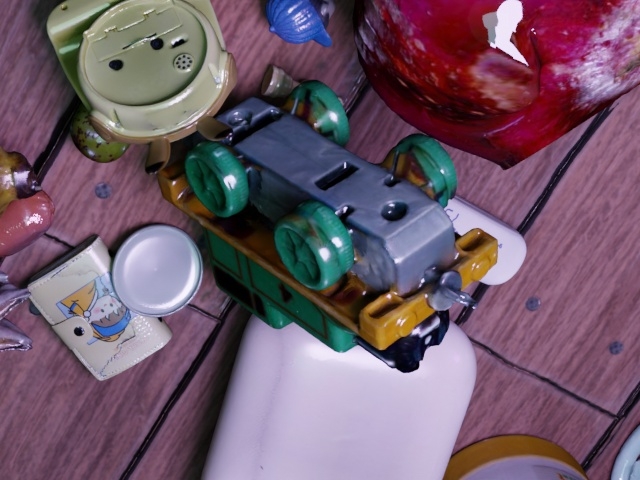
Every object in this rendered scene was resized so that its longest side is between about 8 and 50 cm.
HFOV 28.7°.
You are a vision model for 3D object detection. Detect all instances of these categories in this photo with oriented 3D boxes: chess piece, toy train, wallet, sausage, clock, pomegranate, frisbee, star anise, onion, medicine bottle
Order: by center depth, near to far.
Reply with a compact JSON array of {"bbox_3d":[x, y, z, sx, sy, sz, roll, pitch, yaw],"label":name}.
[{"bbox_3d":[0.165,-0.304,1.229,0.398,0.398,0.420,-43,75,10],"label":"onion"},{"bbox_3d":[-0.168,-0.170,1.275,0.170,0.232,0.069,-25,155,-5],"label":"clock"},{"bbox_3d":[0.000,0.000,1.300,0.178,0.429,0.249,-33,137,-28],"label":"toy train"},{"bbox_3d":[-0.238,-0.119,1.355,0.073,0.084,0.073,0,94,-4],"label":"pomegranate"},{"bbox_3d":[-0.338,-0.019,1.396,0.094,0.059,0.054,-34,73,8],"label":"sausage"},{"bbox_3d":[-0.017,-0.165,1.398,0.092,0.035,0.035,17,109,-19],"label":"chess piece"},{"bbox_3d":[-0.429,0.092,1.431,0.195,0.065,0.182,31,110,-23],"label":"star anise"},{"bbox_3d":[-0.189,0.035,1.448,0.110,0.014,0.110,-5,102,-24],"label":"frisbee"},{"bbox_3d":[-0.260,0.083,1.461,0.110,0.039,0.155,-33,112,5],"label":"wallet"},{"bbox_3d":[0.258,0.400,1.562,0.237,0.232,0.238,-3,113,-7],"label":"medicine bottle"}]

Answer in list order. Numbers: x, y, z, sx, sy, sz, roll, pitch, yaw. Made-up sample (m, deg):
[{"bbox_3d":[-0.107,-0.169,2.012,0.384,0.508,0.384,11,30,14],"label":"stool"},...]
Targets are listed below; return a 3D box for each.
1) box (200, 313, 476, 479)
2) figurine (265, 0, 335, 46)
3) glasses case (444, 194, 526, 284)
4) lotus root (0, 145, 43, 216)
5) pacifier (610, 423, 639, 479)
[{"bbox_3d":[0.019,0.231,1.508,0.288,0.141,0.349,12,110,-14],"label":"box"},{"bbox_3d":[-0.001,-0.270,1.334,0.077,0.079,0.136,41,111,22],"label":"figurine"},{"bbox_3d":[0.154,-0.013,1.475,0.197,0.049,0.076,28,106,-18],"label":"glasses case"},{"bbox_3d":[-0.427,-0.060,1.330,0.260,0.128,0.145,-3,122,0],"label":"lotus root"},{"bbox_3d":[0.538,0.341,1.608,0.269,0.288,0.343,1,150,-48],"label":"pacifier"}]
